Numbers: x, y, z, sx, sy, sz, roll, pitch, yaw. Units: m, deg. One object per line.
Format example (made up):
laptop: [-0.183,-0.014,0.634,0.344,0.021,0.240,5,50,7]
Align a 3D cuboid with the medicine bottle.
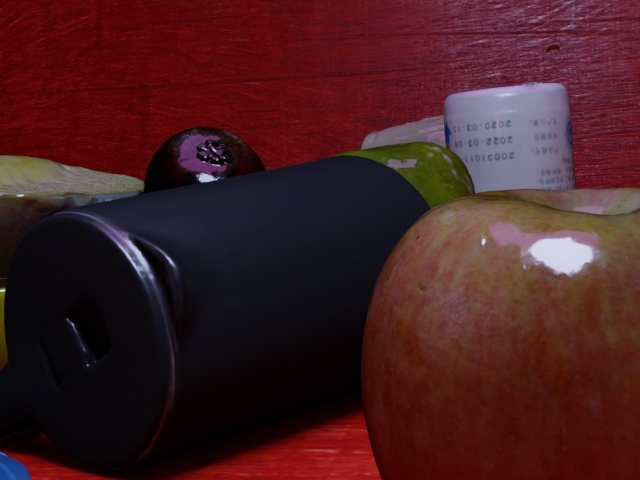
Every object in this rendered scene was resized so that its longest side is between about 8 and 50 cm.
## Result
medicine bottle: [0.258,-0.060,1.299,0.170,0.293,0.170,-4,5,0]

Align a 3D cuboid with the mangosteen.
mangosteen: [-0.111,-0.038,0.932,0.140,0.140,0.140,-4,4,0]

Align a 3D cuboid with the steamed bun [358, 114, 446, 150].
steamed bun: [0.258,-0.094,1.928,0.371,0.290,0.456,-8,0,19]

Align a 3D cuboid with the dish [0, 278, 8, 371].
dish: [-0.311,0.092,0.909,0.262,0.108,0.221,-6,4,-15]

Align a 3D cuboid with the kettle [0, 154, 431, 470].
kettle: [-0.089,0.046,0.760,0.262,0.203,0.308,2,10,40]

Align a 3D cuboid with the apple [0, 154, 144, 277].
apple: [-0.279,-0.020,0.912,0.193,0.120,0.265,8,9,23]

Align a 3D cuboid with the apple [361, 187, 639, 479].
apple: [0.112,0.065,0.422,0.188,0.174,0.188,-4,7,0]

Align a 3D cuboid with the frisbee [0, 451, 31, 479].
frisbee: [-0.294,0.147,0.559,0.242,0.045,0.242,-5,4,0]

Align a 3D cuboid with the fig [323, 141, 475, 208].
fig: [0.022,0.013,1.054,0.314,0.233,0.233,-13,0,19]
